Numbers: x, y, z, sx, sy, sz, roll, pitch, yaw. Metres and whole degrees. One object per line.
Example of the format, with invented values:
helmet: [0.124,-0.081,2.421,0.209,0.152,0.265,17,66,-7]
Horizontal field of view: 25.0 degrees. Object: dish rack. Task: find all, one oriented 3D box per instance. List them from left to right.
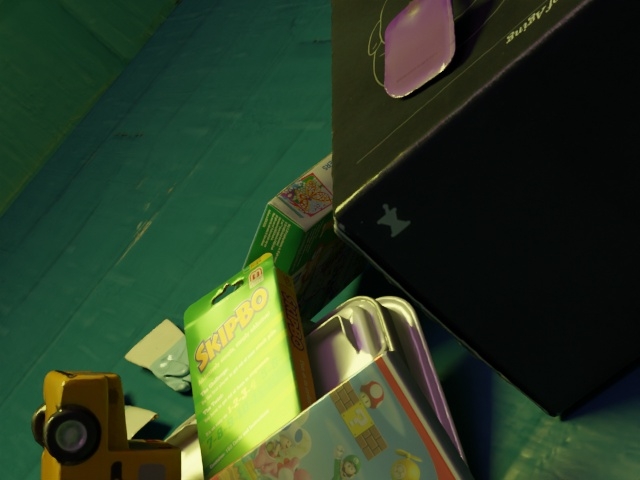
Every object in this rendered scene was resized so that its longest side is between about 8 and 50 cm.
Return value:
dish rack: [-0.029,0.217,1.350,0.333,0.072,0.285,-37,43,22]

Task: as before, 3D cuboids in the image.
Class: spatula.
spatula: [0.103,-0.233,1.251,0.084,0.030,0.296,-33,27,40]

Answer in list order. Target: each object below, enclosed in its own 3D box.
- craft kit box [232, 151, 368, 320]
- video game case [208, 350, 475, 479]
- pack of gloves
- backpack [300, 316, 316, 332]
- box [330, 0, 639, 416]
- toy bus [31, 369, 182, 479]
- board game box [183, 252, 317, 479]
craft kit box: [0.000,0.000,1.558,0.246,0.061,0.250,-44,-16,-43]
video game case: [0.005,0.254,1.214,0.285,0.204,0.025,-38,-19,22]
pack of gloves: [-0.230,0.205,1.929,0.195,0.046,0.232,-41,23,-14]
backpack: [-0.016,0.146,1.524,0.084,0.105,0.114,20,72,43]
box: [0.269,-0.189,1.292,0.480,0.297,0.472,-40,22,22]
toy bus: [-0.201,0.289,1.343,0.108,0.130,0.332,174,97,-72]
board game box: [-0.065,0.141,1.352,0.124,0.039,0.259,-34,48,24]
